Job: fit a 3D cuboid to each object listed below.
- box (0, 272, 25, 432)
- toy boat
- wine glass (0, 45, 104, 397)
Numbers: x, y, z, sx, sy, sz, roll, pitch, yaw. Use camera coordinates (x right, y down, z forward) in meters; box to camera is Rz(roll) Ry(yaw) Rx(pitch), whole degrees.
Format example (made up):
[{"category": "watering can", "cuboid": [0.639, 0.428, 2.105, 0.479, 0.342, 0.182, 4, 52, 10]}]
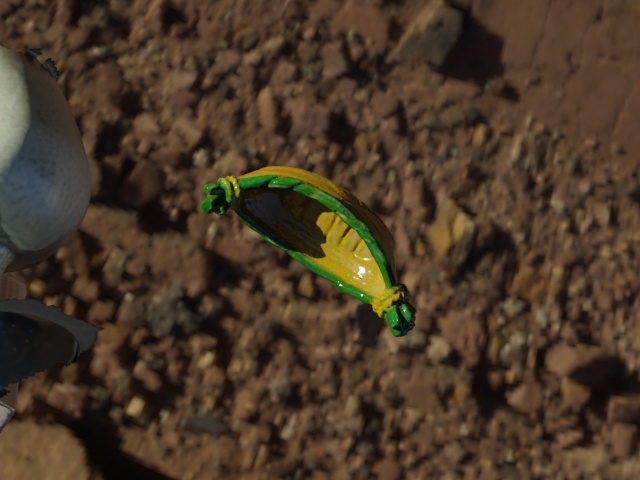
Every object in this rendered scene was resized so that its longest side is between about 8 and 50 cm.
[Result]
[{"category": "box", "cuboid": [-0.469, 0.193, 2.158, 0.065, 0.343, 0.200, 30, 108, -20]}, {"category": "toy boat", "cuboid": [0.000, 0.000, 1.501, 0.229, 0.088, 0.089, 32, 136, 3]}, {"category": "wine glass", "cuboid": [-0.338, -0.026, 1.626, 0.238, 0.323, 0.238, -8, 152, -4]}]
